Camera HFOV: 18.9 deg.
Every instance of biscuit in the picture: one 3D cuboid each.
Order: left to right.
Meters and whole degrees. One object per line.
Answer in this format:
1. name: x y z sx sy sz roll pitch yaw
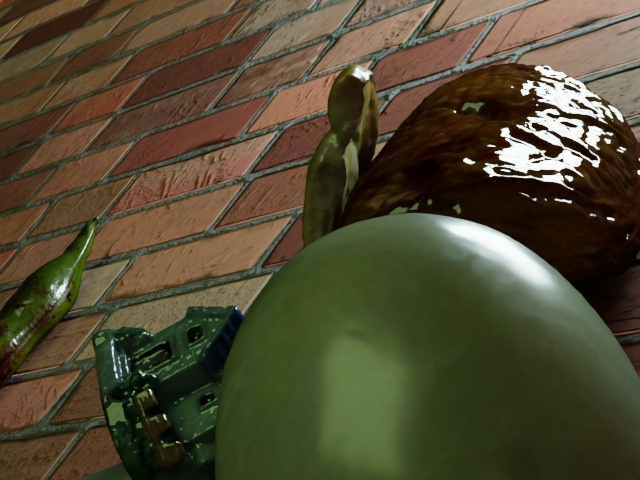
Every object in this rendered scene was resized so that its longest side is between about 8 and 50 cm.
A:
1. biscuit: 0.001 -0.002 1.605 0.154 0.045 0.299 -27 -47 -78

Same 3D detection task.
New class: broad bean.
1. broad bean: -0.340 0.098 2.173 0.339 0.061 0.077 -52 13 -32

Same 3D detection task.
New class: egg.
1. egg: 0.071 0.146 1.088 0.258 0.258 0.352 -28 55 25

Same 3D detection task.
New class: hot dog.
1. hot dog: 0.120 -0.012 1.516 0.267 0.174 0.387 -27 12 22

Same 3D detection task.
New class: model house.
1. model house: -0.071 0.109 1.383 0.149 0.119 0.148 -29 36 6

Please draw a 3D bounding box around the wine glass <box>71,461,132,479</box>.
1. wine glass: -0.095 0.196 1.492 0.231 0.103 0.103 -23 25 25
